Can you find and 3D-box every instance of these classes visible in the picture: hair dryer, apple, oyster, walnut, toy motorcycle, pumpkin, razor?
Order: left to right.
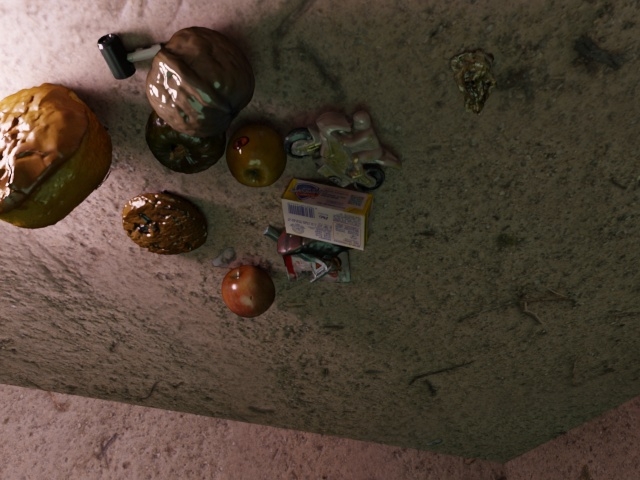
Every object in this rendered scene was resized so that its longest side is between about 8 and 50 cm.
[{"bbox_3d":[-0.429,-0.461,1.343,0.198,0.057,0.100,-11,140,2],"label":"hair dryer"},{"bbox_3d":[-0.362,-0.270,1.478,0.219,0.162,0.219,5,141,4],"label":"pumpkin"},{"bbox_3d":[-0.283,-0.369,1.300,0.248,0.248,0.248,1,140,1],"label":"walnut"},{"bbox_3d":[-0.262,0.180,1.999,0.188,0.188,0.174,-16,127,20],"label":"apple"},{"bbox_3d":[-0.177,-0.228,1.520,0.182,0.155,0.182,-4,140,-4],"label":"apple"},{"bbox_3d":[-0.081,0.037,1.907,0.278,0.056,0.111,39,126,-20],"label":"razor"},{"bbox_3d":[0.081,-0.254,1.519,0.341,0.108,0.223,25,126,-33],"label":"toy motorcycle"},{"bbox_3d":[0.391,-0.397,1.380,0.108,0.053,0.165,-22,129,12],"label":"oyster"}]

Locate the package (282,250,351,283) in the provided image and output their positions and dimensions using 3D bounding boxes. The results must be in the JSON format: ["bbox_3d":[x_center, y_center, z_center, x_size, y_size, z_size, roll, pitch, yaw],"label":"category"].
[{"bbox_3d":[-0.012,0.095,1.999,0.239,0.030,0.154,0,130,10],"label":"package"}]

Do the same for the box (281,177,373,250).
[{"bbox_3d":[0.022,-0.080,1.684,0.265,0.097,0.168,12,142,16],"label":"box"}]

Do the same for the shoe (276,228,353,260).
[{"bbox_3d":[0.000,0.000,1.831,0.291,0.114,0.137,-11,140,6],"label":"shoe"}]

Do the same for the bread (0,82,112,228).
[{"bbox_3d":[-0.733,-0.213,1.394,0.398,0.398,0.215,-12,150,17],"label":"bread"}]

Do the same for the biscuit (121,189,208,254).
[{"bbox_3d":[-0.514,-0.043,1.823,0.296,0.075,0.296,1,141,1],"label":"biscuit"}]
